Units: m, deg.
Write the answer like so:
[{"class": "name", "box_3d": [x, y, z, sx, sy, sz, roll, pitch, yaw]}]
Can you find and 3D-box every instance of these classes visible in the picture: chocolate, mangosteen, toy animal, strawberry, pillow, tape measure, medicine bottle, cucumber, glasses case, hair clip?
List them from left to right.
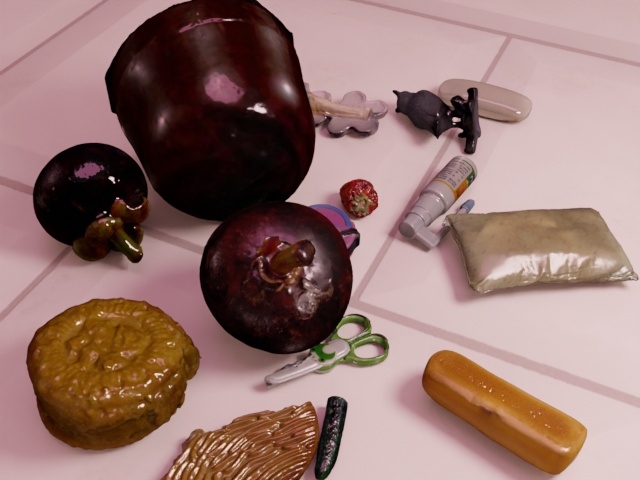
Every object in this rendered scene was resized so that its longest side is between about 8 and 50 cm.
[{"class": "mangosteen", "box_3d": [-0.381, -0.055, 1.386, 0.194, 0.194, 0.230, -22, 70, -23]}, {"class": "chocolate", "box_3d": [-0.166, -0.199, 1.450, 0.384, 0.383, 0.331, -15, 62, -17]}, {"class": "mangosteen", "box_3d": [-0.060, 0.048, 1.191, 0.236, 0.261, 0.235, 2, 75, -9]}, {"class": "tape measure", "box_3d": [0.000, 0.000, 1.405, 0.118, 0.074, 0.125, 34, 57, 23]}, {"class": "hair clip", "box_3d": [0.011, -0.280, 1.712, 0.257, 0.075, 0.146, 14, 47, 4]}, {"class": "cucumber", "box_3d": [0.014, 0.279, 1.135, 0.032, 0.032, 0.133, 8, 43, 7]}, {"class": "strawberry", "box_3d": [0.068, -0.084, 1.502, 0.073, 0.073, 0.083, -13, 27, -15]}, {"class": "toy animal", "box_3d": [0.224, -0.249, 1.676, 0.210, 0.121, 0.117, 15, 48, 35]}, {"class": "medicine bottle", "box_3d": [0.227, -0.068, 1.498, 0.092, 0.061, 0.221, 39, 53, 9]}, {"class": "glasses case", "box_3d": [0.354, -0.304, 1.754, 0.204, 0.051, 0.081, 19, 47, 18]}, {"class": "pillow", "box_3d": [0.372, 0.013, 1.399, 0.303, 0.075, 0.185, -3, 45, -9]}]

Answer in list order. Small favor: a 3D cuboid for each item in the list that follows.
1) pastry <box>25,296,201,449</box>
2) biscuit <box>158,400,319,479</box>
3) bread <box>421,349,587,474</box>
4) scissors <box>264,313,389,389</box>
[{"class": "pastry", "box_3d": [-0.295, 0.179, 1.161, 0.235, 0.132, 0.240, -25, 50, -24]}, {"class": "biscuit", "box_3d": [-0.102, 0.287, 1.111, 0.176, 0.031, 0.228, 23, 47, 30]}, {"class": "bread", "box_3d": [0.253, 0.242, 1.150, 0.239, 0.074, 0.093, 30, 45, 27]}, {"class": "scissors", "box_3d": [0.006, 0.180, 1.244, 0.204, 0.027, 0.101, -23, 45, -26]}]
